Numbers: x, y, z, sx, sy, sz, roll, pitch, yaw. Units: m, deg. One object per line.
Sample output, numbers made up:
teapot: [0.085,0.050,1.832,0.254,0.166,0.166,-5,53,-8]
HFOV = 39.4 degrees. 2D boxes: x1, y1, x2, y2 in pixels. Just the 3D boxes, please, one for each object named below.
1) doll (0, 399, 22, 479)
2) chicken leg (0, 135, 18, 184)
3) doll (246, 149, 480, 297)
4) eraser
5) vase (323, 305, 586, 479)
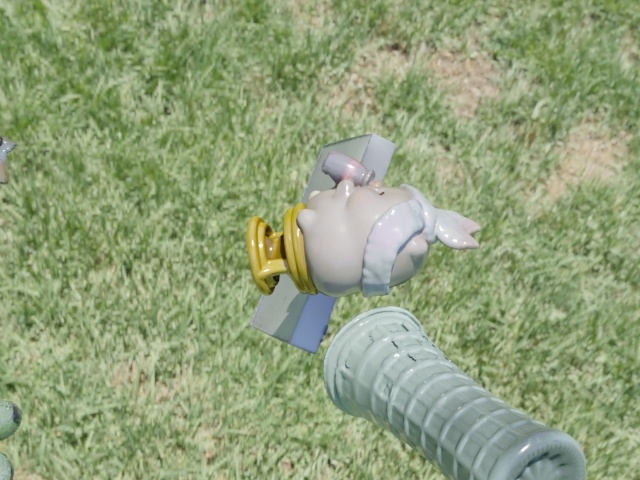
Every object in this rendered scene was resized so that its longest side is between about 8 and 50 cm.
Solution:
doll: [-0.286,0.142,0.615,0.150,0.077,0.115,13,80,-30]
chicken leg: [-0.268,-0.071,0.547,0.125,0.196,0.080,23,81,5]
doll: [0.024,-0.011,0.498,0.127,0.073,0.084,-10,94,9]
eraser: [0.000,0.000,0.624,0.023,0.104,0.150,23,84,-18]
vase: [0.133,0.183,0.929,0.143,0.143,0.299,-19,24,-23]
